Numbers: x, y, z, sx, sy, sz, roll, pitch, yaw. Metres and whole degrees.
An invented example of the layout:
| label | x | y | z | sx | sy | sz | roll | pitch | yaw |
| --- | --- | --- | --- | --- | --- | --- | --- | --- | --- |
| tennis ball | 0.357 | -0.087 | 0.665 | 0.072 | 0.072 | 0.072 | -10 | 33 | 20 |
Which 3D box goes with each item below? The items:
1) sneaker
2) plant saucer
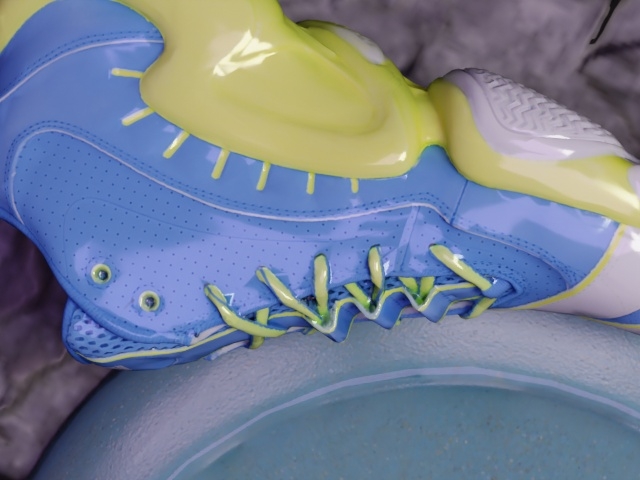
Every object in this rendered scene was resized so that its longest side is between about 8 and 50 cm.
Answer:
| label | x | y | z | sx | sy | sz | roll | pitch | yaw |
| --- | --- | --- | --- | --- | --- | --- | --- | --- | --- |
| sneaker | 0.000 | 0.000 | 0.567 | 0.240 | 0.091 | 0.126 | 28 | 88 | 13 |
| plant saucer | 0.041 | 0.159 | 0.606 | 0.318 | 0.044 | 0.317 | 0 | 94 | 5 |
